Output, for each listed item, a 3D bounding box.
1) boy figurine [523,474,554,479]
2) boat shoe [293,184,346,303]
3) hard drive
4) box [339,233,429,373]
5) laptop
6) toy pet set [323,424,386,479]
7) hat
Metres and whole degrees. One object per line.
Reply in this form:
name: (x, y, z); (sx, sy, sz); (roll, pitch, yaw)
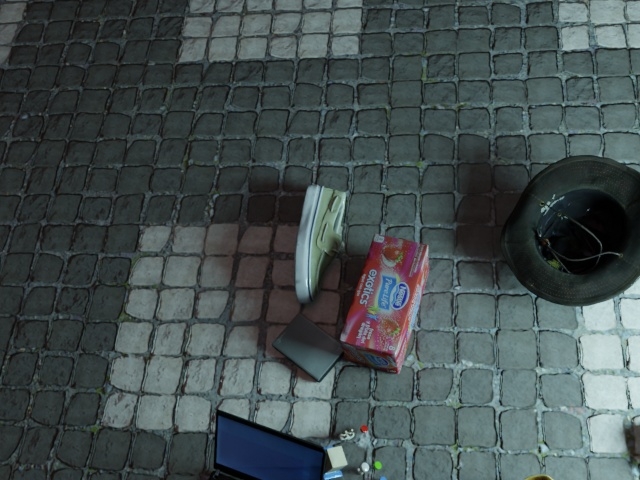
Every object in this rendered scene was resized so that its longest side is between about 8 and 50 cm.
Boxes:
boy figurine: (0.314, 0.515, 1.411); (0.285, 0.092, 0.177); (-21, 34, -5)
boat shoe: (0.000, 0.000, 1.745); (0.094, 0.109, 0.302); (2, 60, 8)
hard drive: (-0.024, 0.227, 1.674); (0.135, 0.022, 0.094); (34, 73, 24)
box: (0.139, 0.131, 1.638); (0.123, 0.128, 0.256); (13, 65, 15)
laptop: (-0.131, 0.496, 1.484); (0.235, 0.136, 0.264); (16, 66, 17)
toy pet set: (0.051, 0.439, 1.542); (0.114, 0.065, 0.122); (-2, 59, -32)
hat: (0.553, -0.005, 1.642); (0.332, 0.134, 0.331); (-10, 66, 22)
